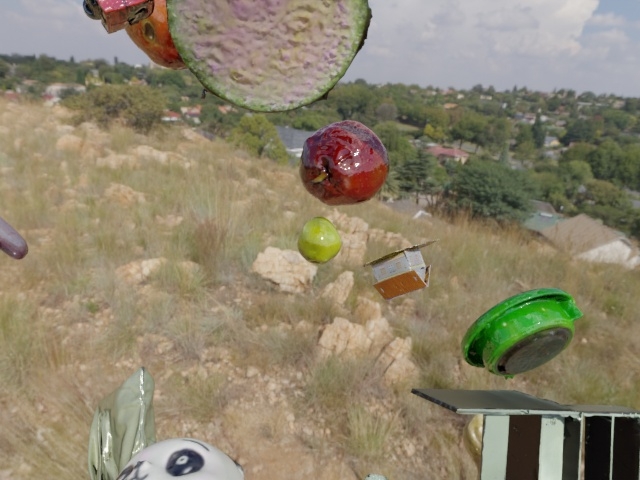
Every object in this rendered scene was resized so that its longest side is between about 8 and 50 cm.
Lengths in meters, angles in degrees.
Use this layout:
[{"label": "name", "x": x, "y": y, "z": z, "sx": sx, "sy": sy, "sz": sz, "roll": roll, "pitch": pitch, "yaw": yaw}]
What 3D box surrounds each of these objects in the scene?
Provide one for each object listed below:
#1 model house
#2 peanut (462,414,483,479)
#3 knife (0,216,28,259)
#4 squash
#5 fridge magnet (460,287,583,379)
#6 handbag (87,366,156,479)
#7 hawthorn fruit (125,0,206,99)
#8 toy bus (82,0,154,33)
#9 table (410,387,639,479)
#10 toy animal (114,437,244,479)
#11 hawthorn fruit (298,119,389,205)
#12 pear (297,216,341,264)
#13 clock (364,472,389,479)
[{"label": "model house", "x": 0.275, "y": 0.096, "z": 1.295, "sx": 0.219, "sy": 0.135, "sz": 0.207, "roll": -24, "pitch": -12, "yaw": 35}, {"label": "peanut", "x": 0.373, "y": 0.483, "z": 0.853, "sx": 0.137, "sy": 0.122, "sz": 0.253, "roll": 3, "pitch": 63, "yaw": -29}, {"label": "knife", "x": -0.622, "y": -0.061, "z": 0.697, "sx": 0.053, "sy": 0.278, "sz": 0.123, "roll": -29, "pitch": 31, "yaw": 30}, {"label": "squash", "x": -0.098, "y": -0.436, "z": 0.711, "sx": 0.311, "sy": 0.310, "sz": 0.308, "roll": -2, "pitch": 53, "yaw": -15}, {"label": "fridge magnet", "x": 0.343, "y": 0.161, "z": 0.718, "sx": 0.208, "sy": 0.207, "sz": 0.088, "roll": -3, "pitch": 42, "yaw": -16}, {"label": "handbag", "x": -0.481, "y": 0.472, "z": 1.002, "sx": 0.109, "sy": 0.316, "sz": 0.253, "roll": 12, "pitch": 54, "yaw": -40}, {"label": "hawthorn fruit", "x": -0.248, "y": -0.369, "z": 0.779, "sx": 0.165, "sy": 0.165, "sz": 0.285, "roll": -18, "pitch": 59, "yaw": -43}, {"label": "toy bus", "x": -0.315, "y": -0.398, "z": 0.570, "sx": 0.089, "sy": 0.195, "sz": 0.081, "roll": -32, "pitch": 14, "yaw": -19}, {"label": "table", "x": 0.150, "y": 0.190, "z": 0.303, "sx": 0.176, "sy": 0.146, "sz": 0.062, "roll": 9, "pitch": -7, "yaw": -20}, {"label": "toy animal", "x": -0.218, "y": 0.446, "z": 0.589, "sx": 0.251, "sy": 0.250, "sz": 0.309, "roll": 3, "pitch": 34, "yaw": -3}, {"label": "hawthorn fruit", "x": 0.045, "y": -0.175, "z": 1.048, "sx": 0.230, "sy": 0.210, "sz": 0.266, "roll": 19, "pitch": 37, "yaw": 17}, {"label": "pear", "x": 0.000, "y": 0.000, "z": 0.834, "sx": 0.092, "sy": 0.096, "sz": 0.092, "roll": 10, "pitch": -11, "yaw": 2}, {"label": "clock", "x": 0.105, "y": 0.474, "z": 0.763, "sx": 0.074, "sy": 0.010, "sz": 0.083, "roll": 23, "pitch": 50, "yaw": -22}]
